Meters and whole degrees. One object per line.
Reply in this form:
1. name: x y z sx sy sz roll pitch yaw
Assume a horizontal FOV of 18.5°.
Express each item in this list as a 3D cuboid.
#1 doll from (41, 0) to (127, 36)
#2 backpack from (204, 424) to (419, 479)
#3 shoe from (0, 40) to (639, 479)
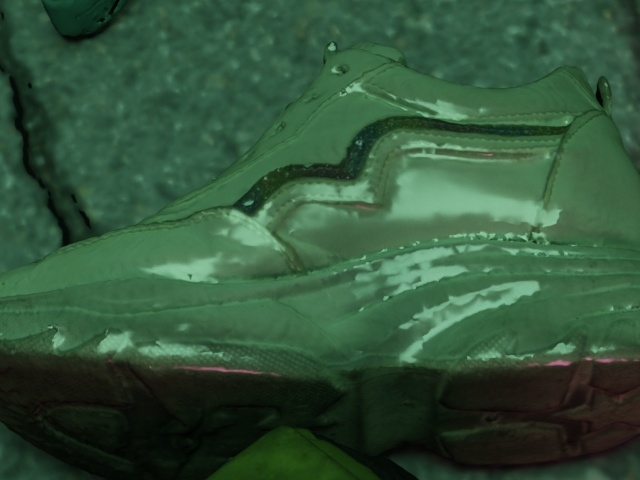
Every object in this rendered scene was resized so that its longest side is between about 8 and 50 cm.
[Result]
1. doll: -0.112 -0.204 1.086 0.158 0.059 0.159 -24 61 -7
2. backpack: 0.005 0.198 0.782 0.207 0.140 0.253 -39 39 -17
3. shoe: 0.000 0.000 0.932 0.342 0.132 0.211 -3 57 -2
